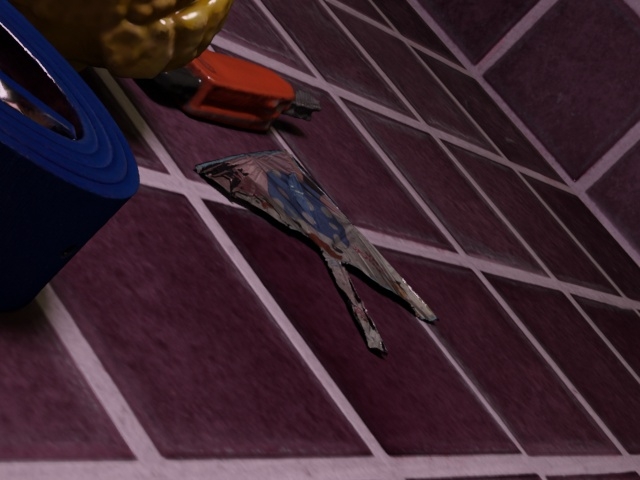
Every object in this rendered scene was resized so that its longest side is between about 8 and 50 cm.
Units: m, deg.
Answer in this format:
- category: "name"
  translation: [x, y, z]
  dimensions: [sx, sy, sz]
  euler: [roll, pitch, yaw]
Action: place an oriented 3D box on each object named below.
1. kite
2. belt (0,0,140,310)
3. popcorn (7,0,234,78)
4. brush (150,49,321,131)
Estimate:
- category: "kite"
  translation: [0.000, 0.000, 1.459]
  dimensions: [0.335, 0.011, 0.314]
  euler: [31, 22, -36]
- category: "belt"
  translation: [-0.270, -0.112, 0.904]
  dimensions: [0.347, 0.117, 0.212]
  euler: [40, 19, -16]
- category: "popcorn"
  translation: [-0.187, -0.236, 1.255]
  dimensions: [0.203, 0.226, 0.200]
  euler: [-115, -162, -58]
- category: "brush"
  translation: [-0.087, -0.149, 1.547]
  dimensions: [0.070, 0.051, 0.323]
  euler: [45, 19, 24]
